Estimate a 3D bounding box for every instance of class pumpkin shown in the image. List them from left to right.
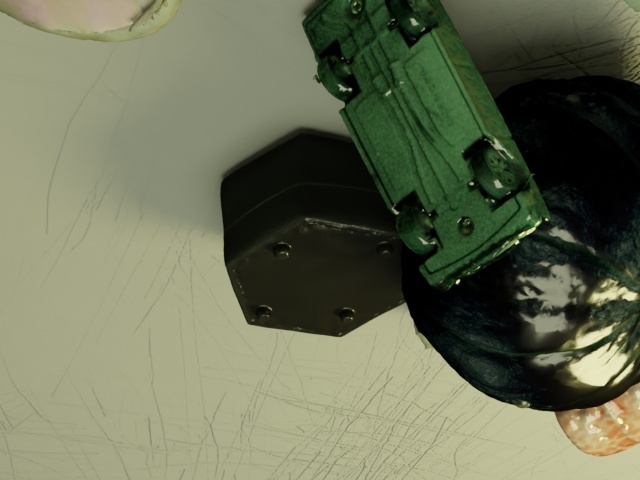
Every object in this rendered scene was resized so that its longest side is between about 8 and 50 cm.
[{"bbox_3d":[0.257,0.001,1.351,0.363,0.266,0.364,-19,123,-32],"label":"pumpkin"}]

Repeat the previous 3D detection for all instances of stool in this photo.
[{"bbox_3d":[0.000,0.000,1.451,0.232,0.141,0.232,-4,140,-4],"label":"stool"}]

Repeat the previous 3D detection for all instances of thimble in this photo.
[{"bbox_3d":[0.368,0.142,1.610,0.162,0.239,0.239,-29,135,25],"label":"thimble"}]

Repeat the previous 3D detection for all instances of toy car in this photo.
[{"bbox_3d":[0.101,-0.121,1.208,0.141,0.321,0.097,-38,156,32],"label":"toy car"}]

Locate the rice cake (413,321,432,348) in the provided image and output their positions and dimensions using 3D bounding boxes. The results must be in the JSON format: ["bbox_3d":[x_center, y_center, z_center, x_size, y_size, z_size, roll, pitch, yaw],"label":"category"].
[{"bbox_3d":[0.226,0.057,1.616,0.256,0.057,0.052,-32,135,27],"label":"rice cake"}]

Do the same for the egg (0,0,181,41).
[{"bbox_3d":[-0.209,-0.313,1.046,0.286,0.174,0.264,18,139,9],"label":"egg"}]

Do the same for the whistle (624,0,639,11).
[{"bbox_3d":[0.406,-0.290,1.205,0.269,0.093,0.180,-29,160,26],"label":"whistle"}]
